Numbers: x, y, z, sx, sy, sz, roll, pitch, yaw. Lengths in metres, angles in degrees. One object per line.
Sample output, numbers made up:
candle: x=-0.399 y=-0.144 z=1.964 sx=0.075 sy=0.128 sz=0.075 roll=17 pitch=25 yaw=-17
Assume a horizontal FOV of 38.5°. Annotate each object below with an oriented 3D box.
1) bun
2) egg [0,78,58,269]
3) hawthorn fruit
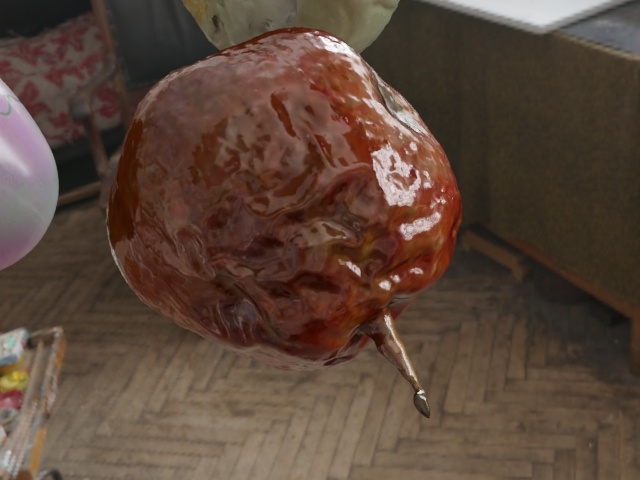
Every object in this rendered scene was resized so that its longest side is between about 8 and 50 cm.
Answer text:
bun: x=-0.054 y=-0.262 z=0.745 sx=0.146 sy=0.287 sz=0.287 roll=-14 pitch=30 yaw=-30
egg: x=-0.318 y=-0.072 z=0.636 sx=0.271 sy=0.196 sz=0.196 roll=22 pitch=37 yaw=1
hawthorn fruit: x=0.000 y=0.000 z=0.546 sx=0.207 sy=0.207 sz=0.243 roll=-28 pitch=68 yaw=-26
